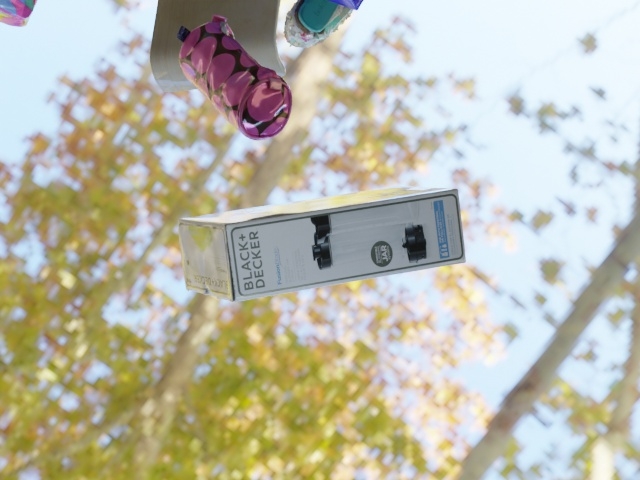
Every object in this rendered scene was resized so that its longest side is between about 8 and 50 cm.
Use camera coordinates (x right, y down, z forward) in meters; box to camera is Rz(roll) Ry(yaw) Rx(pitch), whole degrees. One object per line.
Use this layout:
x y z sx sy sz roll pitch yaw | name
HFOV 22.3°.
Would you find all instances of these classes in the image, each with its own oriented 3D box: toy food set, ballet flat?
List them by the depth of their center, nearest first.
0.023 -0.357 2.315 0.091 0.077 0.241 47 -121 -3 | ballet flat
-0.138 -0.386 2.556 0.092 0.219 0.306 41 -130 -57 | toy food set

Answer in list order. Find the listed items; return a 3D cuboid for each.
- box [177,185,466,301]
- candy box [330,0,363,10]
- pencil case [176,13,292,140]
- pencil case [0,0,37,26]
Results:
0.000 0.000 1.860 0.290 0.087 0.169 -9 -173 -22 | box
-0.090 -0.467 2.188 0.317 0.122 0.268 24 165 33 | candy box
-0.111 -0.214 2.121 0.095 0.098 0.209 19 -162 -40 | pencil case
-0.339 -0.357 1.817 0.104 0.236 0.104 22 174 3 | pencil case
